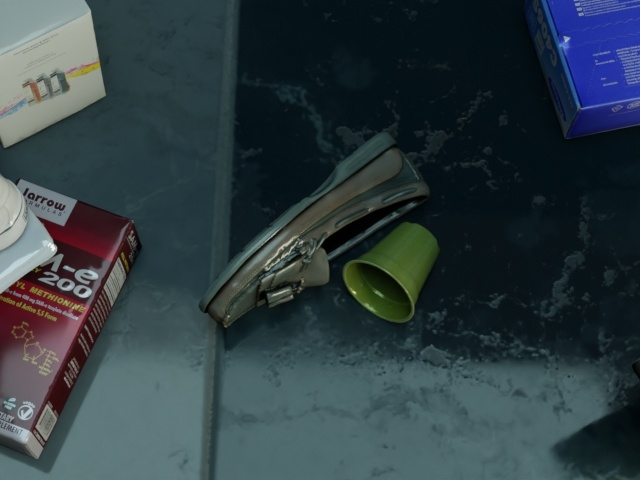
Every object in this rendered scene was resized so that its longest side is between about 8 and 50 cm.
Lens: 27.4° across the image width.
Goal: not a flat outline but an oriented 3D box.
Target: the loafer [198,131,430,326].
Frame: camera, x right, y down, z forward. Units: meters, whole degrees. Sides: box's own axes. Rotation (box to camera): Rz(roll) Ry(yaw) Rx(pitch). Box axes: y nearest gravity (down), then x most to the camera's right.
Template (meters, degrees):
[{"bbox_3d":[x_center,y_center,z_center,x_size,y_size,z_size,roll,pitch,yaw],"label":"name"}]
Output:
[{"bbox_3d":[0.000,0.000,1.299,0.084,0.096,0.267,45,72,8],"label":"loafer"}]

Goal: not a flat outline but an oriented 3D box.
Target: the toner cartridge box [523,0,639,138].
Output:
[{"bbox_3d":[0.410,-0.227,1.409,0.347,0.075,0.165,-11,69,-7],"label":"toner cartridge box"}]

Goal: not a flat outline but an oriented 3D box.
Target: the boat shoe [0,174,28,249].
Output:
[{"bbox_3d":[-0.399,-0.003,1.193,0.258,0.084,0.095,-27,66,-3],"label":"boat shoe"}]

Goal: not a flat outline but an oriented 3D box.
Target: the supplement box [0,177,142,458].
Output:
[{"bbox_3d":[-0.282,0.073,1.267,0.130,0.073,0.239,20,69,7],"label":"supplement box"}]

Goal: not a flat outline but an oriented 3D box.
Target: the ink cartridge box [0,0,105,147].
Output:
[{"bbox_3d":[-0.306,-0.204,1.319,0.127,0.176,0.128,-29,73,-15],"label":"ink cartridge box"}]

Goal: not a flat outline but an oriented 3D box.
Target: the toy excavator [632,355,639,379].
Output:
[{"bbox_3d":[0.558,0.104,1.191,0.445,0.433,0.222,-33,71,16],"label":"toy excavator"}]

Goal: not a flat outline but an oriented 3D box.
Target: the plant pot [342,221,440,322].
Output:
[{"bbox_3d":[0.078,0.025,1.304,0.083,0.083,0.079,35,59,11],"label":"plant pot"}]

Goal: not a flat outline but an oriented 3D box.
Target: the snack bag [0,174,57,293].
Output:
[{"bbox_3d":[-0.454,-0.006,1.270,0.323,0.037,0.342,-41,67,-9],"label":"snack bag"}]
